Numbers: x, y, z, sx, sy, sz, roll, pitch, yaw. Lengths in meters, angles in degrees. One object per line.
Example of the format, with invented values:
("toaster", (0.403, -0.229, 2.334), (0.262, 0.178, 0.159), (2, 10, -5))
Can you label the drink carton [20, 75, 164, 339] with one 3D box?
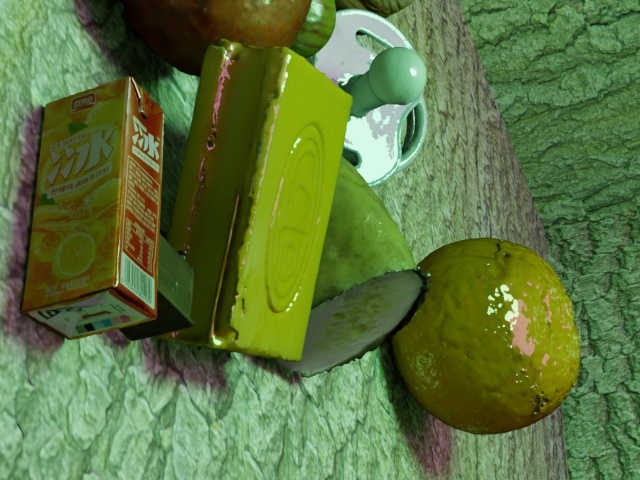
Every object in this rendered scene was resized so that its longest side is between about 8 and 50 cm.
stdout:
("drink carton", (-0.198, -0.030, 0.982), (0.071, 0.096, 0.223), (48, 33, -53))

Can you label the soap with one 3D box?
("soap", (-0.068, -0.032, 1.188), (0.204, 0.096, 0.325), (22, 78, -64))

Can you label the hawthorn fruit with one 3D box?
("hawthorn fruit", (-0.133, -0.277, 1.216), (0.262, 0.210, 0.211), (-22, 97, -55))

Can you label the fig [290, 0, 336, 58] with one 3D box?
("fig", (-0.067, -0.316, 1.543), (0.186, 0.148, 0.142), (-17, 109, -34))

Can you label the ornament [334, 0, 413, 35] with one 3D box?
("ornament", (0.010, -0.446, 1.764), (0.235, 0.221, 0.217), (38, 8, 27))

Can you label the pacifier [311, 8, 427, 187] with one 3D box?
("pacifier", (0.089, -0.222, 1.681), (0.244, 0.233, 0.300), (25, 70, -18))

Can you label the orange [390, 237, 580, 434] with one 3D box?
("orange", (0.267, 0.162, 1.869), (0.340, 0.293, 0.341), (25, 56, -45))

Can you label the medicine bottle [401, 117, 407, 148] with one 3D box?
("medicine bottle", (0.105, -0.201, 1.948), (0.252, 0.114, 0.114), (16, 61, -70))

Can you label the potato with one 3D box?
("potato", (0.000, 0.000, 1.404), (0.229, 0.229, 0.266), (43, 21, -57))

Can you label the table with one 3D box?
("table", (-0.168, 0.035, 1.054), (0.083, 0.070, 0.082), (52, 30, -47))
